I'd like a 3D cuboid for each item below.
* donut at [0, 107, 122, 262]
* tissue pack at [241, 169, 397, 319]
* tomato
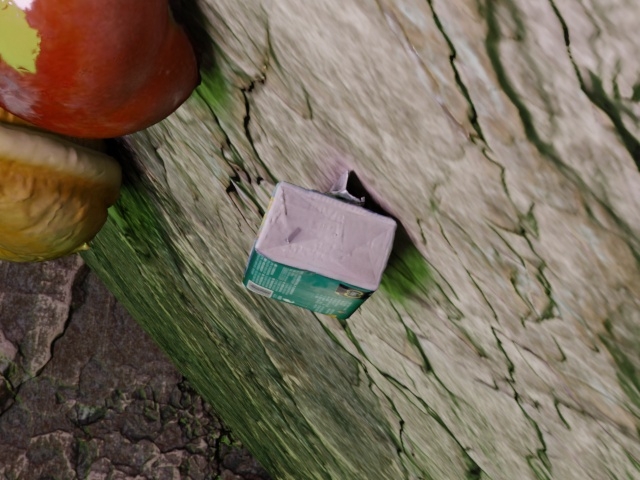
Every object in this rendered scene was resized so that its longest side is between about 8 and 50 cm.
[{"bbox_3d":[-0.438,-0.092,1.333,0.449,0.198,0.449,8,173,1],"label":"donut"},{"bbox_3d":[0.000,0.000,0.756,0.085,0.079,0.111,18,165,-3],"label":"tissue pack"},{"bbox_3d":[-0.194,-0.145,0.762,0.199,0.112,0.228,14,144,26],"label":"tomato"}]
